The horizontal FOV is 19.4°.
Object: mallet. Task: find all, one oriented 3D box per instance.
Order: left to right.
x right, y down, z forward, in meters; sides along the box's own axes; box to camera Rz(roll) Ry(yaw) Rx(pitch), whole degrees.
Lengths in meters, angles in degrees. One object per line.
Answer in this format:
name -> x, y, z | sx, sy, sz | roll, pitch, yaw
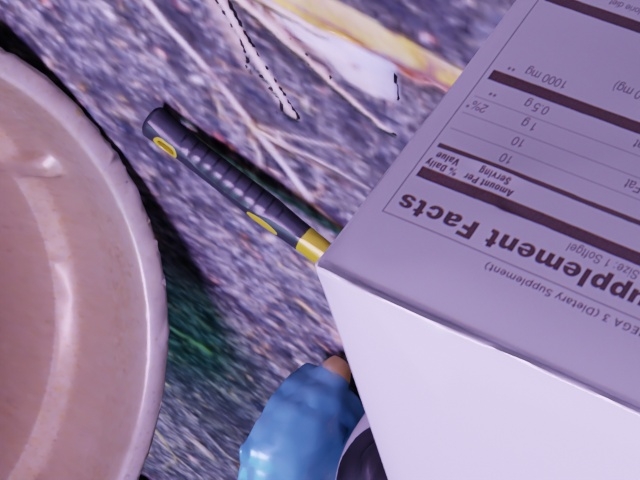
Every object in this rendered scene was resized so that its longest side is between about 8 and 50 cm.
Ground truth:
mallet -> 0.000, 0.000, 0.810 | 0.190, 0.039, 0.062 | 40, 158, 2

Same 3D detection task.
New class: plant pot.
plant pot -> -0.298, 0.038, 0.961 | 0.305, 0.334, 0.334 | 16, 150, 54

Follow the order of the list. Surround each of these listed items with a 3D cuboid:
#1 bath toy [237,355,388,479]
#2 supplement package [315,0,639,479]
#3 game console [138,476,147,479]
bath toy -> 0.104, 0.161, 0.841 | 0.348, 0.129, 0.151 | 10, 147, 45
supplement package -> 0.140, 0.065, 0.597 | 0.204, 0.145, 0.262 | 24, 153, 27
game console -> -0.130, 0.238, 1.361 | 0.085, 0.124, 0.144 | -15, 129, 28
